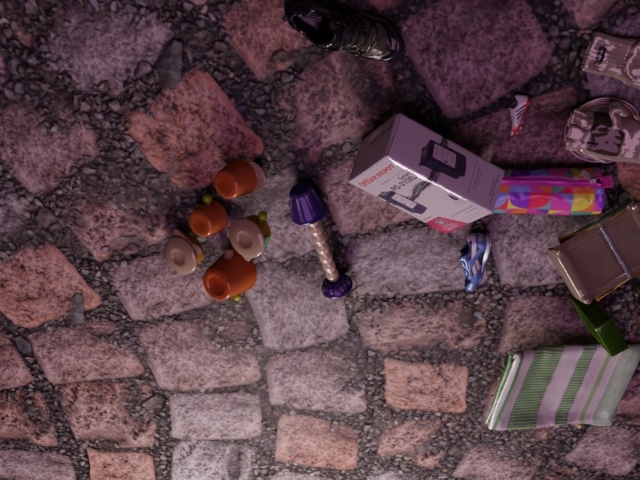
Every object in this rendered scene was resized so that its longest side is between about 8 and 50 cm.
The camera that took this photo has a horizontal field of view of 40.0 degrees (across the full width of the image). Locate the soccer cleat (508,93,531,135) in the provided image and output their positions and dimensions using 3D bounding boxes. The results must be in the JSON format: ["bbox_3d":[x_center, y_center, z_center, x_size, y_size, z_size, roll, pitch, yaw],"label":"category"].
[{"bbox_3d":[0.367,-0.236,1.651,0.035,0.029,0.083,18,125,2],"label":"soccer cleat"}]

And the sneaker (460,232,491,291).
[{"bbox_3d":[0.319,0.043,1.860,0.059,0.053,0.144,8,120,-2],"label":"sneaker"}]

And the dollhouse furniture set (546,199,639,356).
[{"bbox_3d":[0.598,0.055,1.814,0.197,0.151,0.302,-31,112,8],"label":"dollhouse furniture set"}]

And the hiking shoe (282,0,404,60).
[{"bbox_3d":[0.038,-0.354,1.530,0.226,0.114,0.086,18,128,-9],"label":"hiking shoe"}]

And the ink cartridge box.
[{"bbox_3d":[0.196,-0.122,1.665,0.237,0.100,0.172,26,157,-15],"label":"ink cartridge box"}]

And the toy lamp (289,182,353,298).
[{"bbox_3d":[0.000,0.000,1.838,0.080,0.080,0.275,-12,127,14],"label":"toy lamp"}]

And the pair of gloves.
[{"bbox_3d":[0.558,-0.251,1.594,0.204,0.042,0.240,7,115,1],"label":"pair of gloves"}]

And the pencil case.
[{"bbox_3d":[0.436,-0.099,1.708,0.236,0.104,0.104,-1,128,5],"label":"pencil case"}]

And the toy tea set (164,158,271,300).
[{"bbox_3d":[-0.180,-0.023,1.839,0.200,0.124,0.336,44,128,9],"label":"toy tea set"}]

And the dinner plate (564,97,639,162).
[{"bbox_3d":[0.532,-0.210,1.662,0.141,0.017,0.141,2,129,2],"label":"dinner plate"}]

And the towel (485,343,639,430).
[{"bbox_3d":[0.559,0.339,2.018,0.324,0.038,0.248,1,122,-14],"label":"towel"}]
